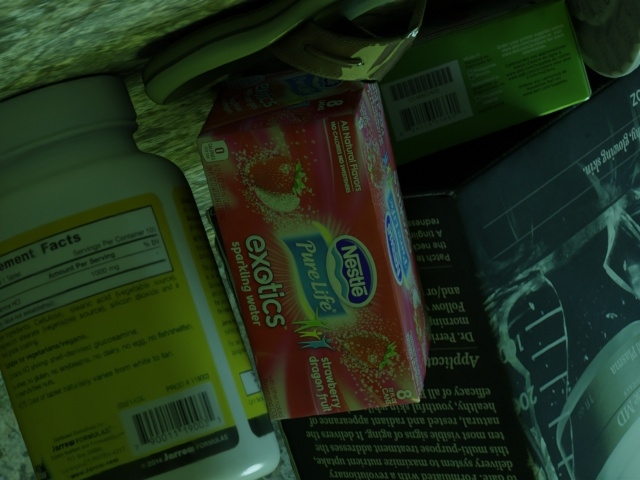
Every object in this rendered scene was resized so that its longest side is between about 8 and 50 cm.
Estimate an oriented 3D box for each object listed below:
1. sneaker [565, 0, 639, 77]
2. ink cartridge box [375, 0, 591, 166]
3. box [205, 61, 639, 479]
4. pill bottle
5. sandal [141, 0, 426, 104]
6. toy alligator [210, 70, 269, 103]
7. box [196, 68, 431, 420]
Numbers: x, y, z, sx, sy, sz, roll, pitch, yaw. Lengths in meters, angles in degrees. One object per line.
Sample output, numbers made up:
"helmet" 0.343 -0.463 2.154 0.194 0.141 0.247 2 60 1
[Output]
"sneaker" 0.323 -0.229 1.615 0.180 0.124 0.321 -17 176 -17
"ink cartridge box" 0.111 -0.161 1.795 0.189 0.097 0.255 -19 -164 -6
"box" 0.202 0.090 1.892 0.297 0.472 0.480 -3 -158 40
"pill bottle" -0.168 0.050 1.542 0.188 0.334 0.188 -19 176 -1
"sandal" 0.008 -0.149 1.461 0.303 0.086 0.120 -21 176 27
"toy alligator" -0.064 -0.117 1.808 0.056 0.051 0.190 -19 176 0
"box" 0.000 0.000 1.552 0.128 0.257 0.122 -8 -155 11
